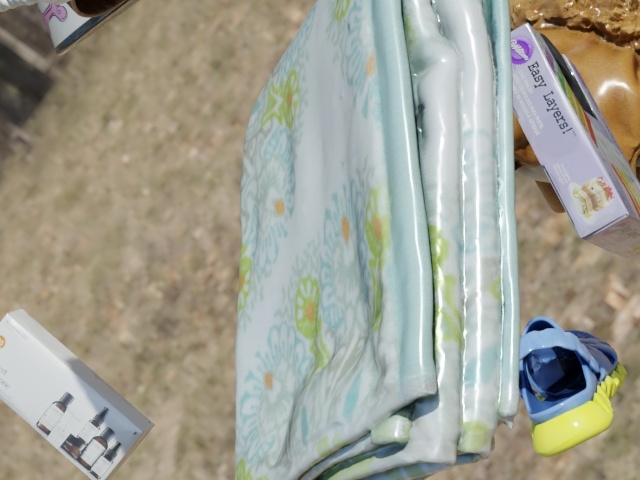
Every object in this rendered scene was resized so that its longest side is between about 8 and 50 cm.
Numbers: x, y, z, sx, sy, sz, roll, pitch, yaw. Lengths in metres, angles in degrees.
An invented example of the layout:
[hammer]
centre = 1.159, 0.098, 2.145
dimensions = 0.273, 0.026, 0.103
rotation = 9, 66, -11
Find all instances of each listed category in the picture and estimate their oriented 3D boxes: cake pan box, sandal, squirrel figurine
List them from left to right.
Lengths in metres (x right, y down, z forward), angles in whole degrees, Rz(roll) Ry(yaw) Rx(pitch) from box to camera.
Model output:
[sandal]
centre = 0.295, 0.150, 2.017
dimensions = 0.126, 0.138, 0.317
rotation = -26, 4, 11
[cake pan box]
centre = 0.299, -0.114, 1.933
dimensions = 0.070, 0.266, 0.246
rotation = -30, -17, 15
[squirrel figurine]
centre = 0.430, -0.216, 2.207
dimensions = 0.281, 0.370, 0.397
rotation = 21, -108, -53

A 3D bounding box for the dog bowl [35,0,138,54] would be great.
[dog bowl]
centre = -0.278, -0.459, 2.503
dimensions = 0.408, 0.150, 0.408
rotation = -35, 10, 7

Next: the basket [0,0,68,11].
[basket]
centre = -0.246, -0.398, 1.441
dimensions = 0.328, 0.331, 0.266
rotation = -41, 21, -32

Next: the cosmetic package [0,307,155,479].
[cosmetic package]
centre = -0.341, 0.204, 2.159
dimensions = 0.099, 0.239, 0.060
rotation = -51, -6, 8

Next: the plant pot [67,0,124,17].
[plant pot]
centre = -0.293, -0.408, 1.875
dimensions = 0.215, 0.230, 0.215
rotation = -49, -10, -12

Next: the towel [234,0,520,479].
[towel]
centre = 0.020, -0.005, 1.068
dimensions = 0.320, 0.090, 0.374
rotation = 136, 139, -60
